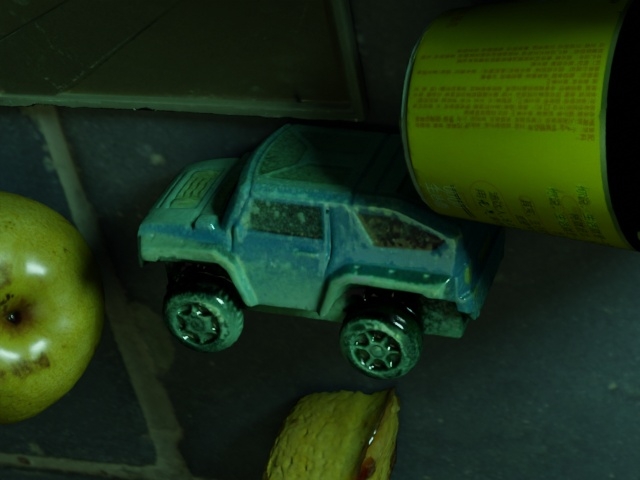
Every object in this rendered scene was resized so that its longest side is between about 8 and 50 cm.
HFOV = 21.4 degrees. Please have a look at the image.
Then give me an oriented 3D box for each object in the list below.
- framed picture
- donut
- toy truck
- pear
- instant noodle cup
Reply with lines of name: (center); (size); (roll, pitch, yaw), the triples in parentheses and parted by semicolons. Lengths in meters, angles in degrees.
framed picture: (-0.139, -0.200, 1.305); (0.335, 0.022, 0.247); (4, 132, 20)
donut: (0.002, 0.272, 1.602); (0.112, 0.151, 0.295); (17, 136, 22)
toy truck: (0.000, 0.000, 1.345); (0.279, 0.155, 0.156); (8, 124, 17)
pear: (-0.295, 0.057, 1.489); (0.209, 0.209, 0.209); (12, 134, 13)
instant noodle cup: (0.191, -0.082, 1.163); (0.236, 0.215, 0.215); (4, 132, 31)
